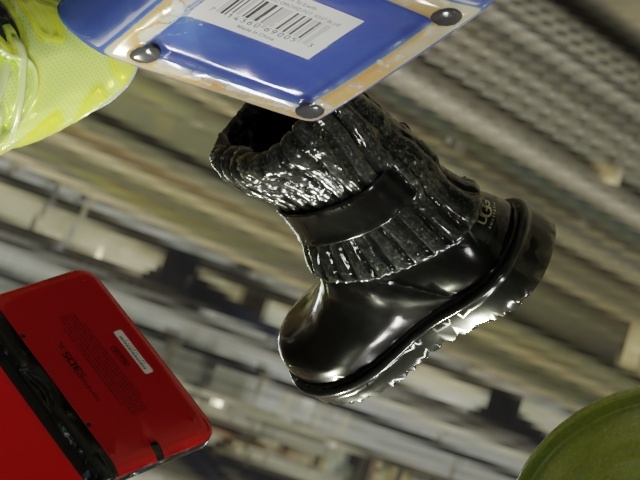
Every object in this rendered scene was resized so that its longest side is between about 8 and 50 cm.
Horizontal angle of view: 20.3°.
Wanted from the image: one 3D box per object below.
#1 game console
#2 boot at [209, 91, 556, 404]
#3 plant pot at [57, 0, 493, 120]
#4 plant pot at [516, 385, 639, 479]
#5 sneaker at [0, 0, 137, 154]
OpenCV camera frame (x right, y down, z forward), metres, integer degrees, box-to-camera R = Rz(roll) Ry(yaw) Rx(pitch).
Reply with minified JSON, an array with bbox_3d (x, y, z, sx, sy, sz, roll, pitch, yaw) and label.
[{"bbox_3d":[-0.157,0.105,1.060,0.124,0.085,0.144,-19,-122,-39],"label":"game console"},{"bbox_3d":[0.001,-0.004,1.522,0.260,0.131,0.348,30,140,-22],"label":"boot"},{"bbox_3d":[-0.024,-0.214,1.088,0.236,0.212,0.236,16,150,-34],"label":"plant pot"},{"bbox_3d":[0.229,0.266,1.136,0.276,0.276,0.254,15,-154,11],"label":"plant pot"},{"bbox_3d":[-0.267,-0.078,1.085,0.385,0.145,0.147,-14,-143,-36],"label":"sneaker"}]
